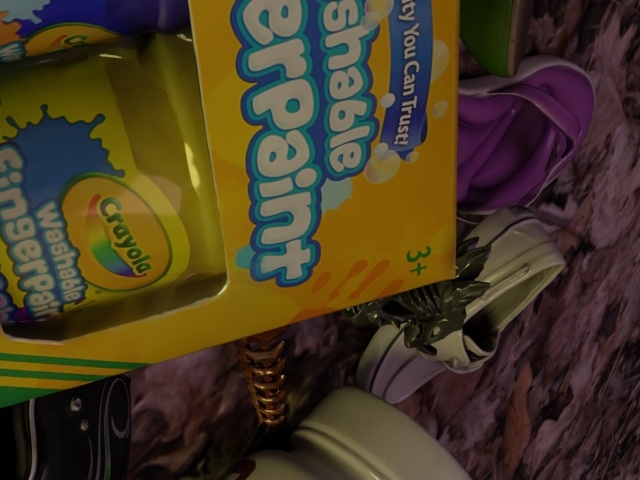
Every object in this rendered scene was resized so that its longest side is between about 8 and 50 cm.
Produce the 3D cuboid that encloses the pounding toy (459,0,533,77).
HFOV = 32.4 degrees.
[{"bbox_3d":[0.120,-0.248,0.881,0.183,0.110,0.237,80,22,-58],"label":"pounding toy"}]

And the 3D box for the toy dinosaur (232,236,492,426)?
[{"bbox_3d":[0.000,0.000,0.878,0.218,0.164,0.322,9,137,-14],"label":"toy dinosaur"}]

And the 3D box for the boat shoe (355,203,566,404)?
[{"bbox_3d":[0.139,0.087,1.095,0.096,0.088,0.267,14,124,-50],"label":"boat shoe"}]

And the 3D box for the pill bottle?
[{"bbox_3d":[-0.044,0.331,0.969,0.392,0.224,0.224,-45,143,-22],"label":"pill bottle"}]

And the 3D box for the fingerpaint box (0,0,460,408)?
[{"bbox_3d":[-0.138,-0.142,0.433,0.371,0.163,0.445,-15,130,-14],"label":"fingerpaint box"}]

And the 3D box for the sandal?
[{"bbox_3d":[0.180,-0.084,1.078,0.416,0.102,0.169,-15,125,-48],"label":"sandal"}]

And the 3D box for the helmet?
[{"bbox_3d":[-0.202,0.139,0.681,0.169,0.169,0.162,41,63,-56],"label":"helmet"}]
